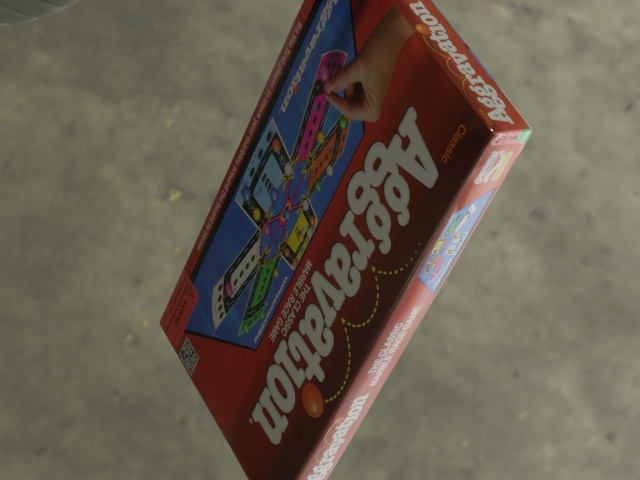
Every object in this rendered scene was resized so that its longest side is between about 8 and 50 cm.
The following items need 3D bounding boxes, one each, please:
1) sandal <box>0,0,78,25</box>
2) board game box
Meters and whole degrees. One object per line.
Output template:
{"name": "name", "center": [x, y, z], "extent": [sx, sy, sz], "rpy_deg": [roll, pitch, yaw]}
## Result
{"name": "sandal", "center": [-0.267, -0.187, 0.866], "extent": [0.169, 0.416, 0.102], "rpy_deg": [36, 65, -49]}
{"name": "board game box", "center": [0.000, 0.000, 0.858], "extent": [0.027, 0.281, 0.145], "rpy_deg": [-9, 50, -36]}
